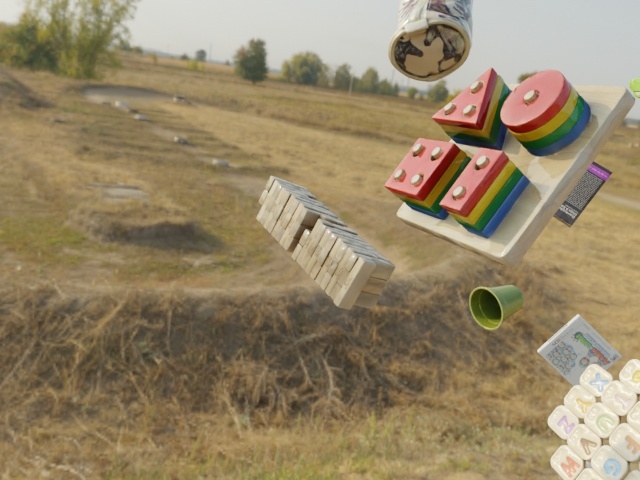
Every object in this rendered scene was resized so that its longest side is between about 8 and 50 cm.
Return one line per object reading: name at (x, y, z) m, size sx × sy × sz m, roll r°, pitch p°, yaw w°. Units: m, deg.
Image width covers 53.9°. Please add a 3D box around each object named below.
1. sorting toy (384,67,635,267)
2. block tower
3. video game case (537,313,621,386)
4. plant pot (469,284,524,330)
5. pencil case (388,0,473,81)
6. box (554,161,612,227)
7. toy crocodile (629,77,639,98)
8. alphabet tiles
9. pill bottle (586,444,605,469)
sorting toy at (0.223, -0.122, 0.837) m, size 0.089 × 0.255 × 0.257 m, roll 38°, pitch -3°, yaw -26°
block tower at (0.000, 0.000, 1.131) m, size 0.097 × 0.091 × 0.335 m, roll 15°, pitch 20°, yaw -38°
video game case at (0.671, 0.294, 1.632) m, size 0.157 × 0.143 × 0.019 m, roll 43°, pitch 11°, yaw -3°
plant pot at (0.338, 0.117, 1.185) m, size 0.079 × 0.083 × 0.083 m, roll -16°, pitch 25°, yaw -30°
pencil case at (0.237, -0.520, 1.300) m, size 0.160 × 0.410 × 0.183 m, roll -10°, pitch -36°, yaw 33°
box at (0.601, -0.128, 1.515) m, size 0.116 × 0.162 × 0.029 m, roll 38°, pitch 0°, yaw 19°
toy crocodile at (0.702, -0.266, 1.062) m, size 0.115 × 0.105 × 0.340 m, roll 2°, pitch 10°, yaw -36°
alphabet tiles at (0.580, 0.375, 1.235) m, size 0.021 × 0.284 × 0.278 m, roll 31°, pitch 9°, yaw -29°
pill bottle at (0.786, 0.648, 1.877) m, size 0.087 × 0.160 × 0.087 m, roll 5°, pitch 58°, yaw -9°
